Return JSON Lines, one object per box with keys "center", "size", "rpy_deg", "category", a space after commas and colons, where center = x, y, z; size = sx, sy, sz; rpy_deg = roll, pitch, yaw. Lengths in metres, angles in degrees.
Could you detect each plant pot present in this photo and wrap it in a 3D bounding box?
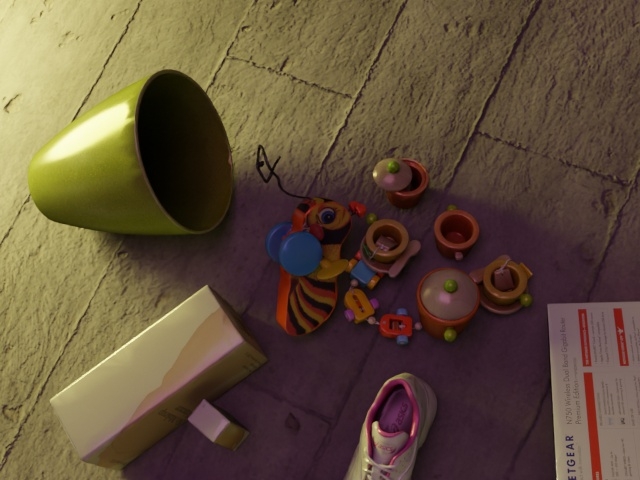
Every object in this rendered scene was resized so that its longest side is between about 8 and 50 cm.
{"center": [-0.346, -0.124, 1.619], "size": [0.293, 0.274, 0.275], "rpy_deg": [-10, 68, 26], "category": "plant pot"}

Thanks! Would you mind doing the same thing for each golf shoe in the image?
{"center": [0.084, 0.337, 1.395], "size": [0.115, 0.140, 0.306], "rpy_deg": [12, 75, 16], "category": "golf shoe"}

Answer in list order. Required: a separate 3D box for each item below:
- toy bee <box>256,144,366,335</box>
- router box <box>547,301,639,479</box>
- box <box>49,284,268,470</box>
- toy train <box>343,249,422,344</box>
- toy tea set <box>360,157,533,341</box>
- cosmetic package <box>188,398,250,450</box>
{"center": [0.000, 0.000, 1.505], "size": [0.162, 0.298, 0.195], "rpy_deg": [-10, 37, -16], "category": "toy bee"}
{"center": [0.471, 0.232, 1.300], "size": [0.301, 0.082, 0.336], "rpy_deg": [-2, 45, 13], "category": "router box"}
{"center": [-0.254, 0.223, 1.515], "size": [0.311, 0.148, 0.121], "rpy_deg": [-37, 67, 0], "category": "box"}
{"center": [0.096, 0.094, 1.535], "size": [0.125, 0.046, 0.166], "rpy_deg": [3, 61, -9], "category": "toy train"}
{"center": [0.176, 0.001, 1.484], "size": [0.200, 0.124, 0.336], "rpy_deg": [-34, 65, -17], "category": "toy tea set"}
{"center": [-0.158, 0.290, 1.481], "size": [0.060, 0.115, 0.041], "rpy_deg": [37, 82, 23], "category": "cosmetic package"}
